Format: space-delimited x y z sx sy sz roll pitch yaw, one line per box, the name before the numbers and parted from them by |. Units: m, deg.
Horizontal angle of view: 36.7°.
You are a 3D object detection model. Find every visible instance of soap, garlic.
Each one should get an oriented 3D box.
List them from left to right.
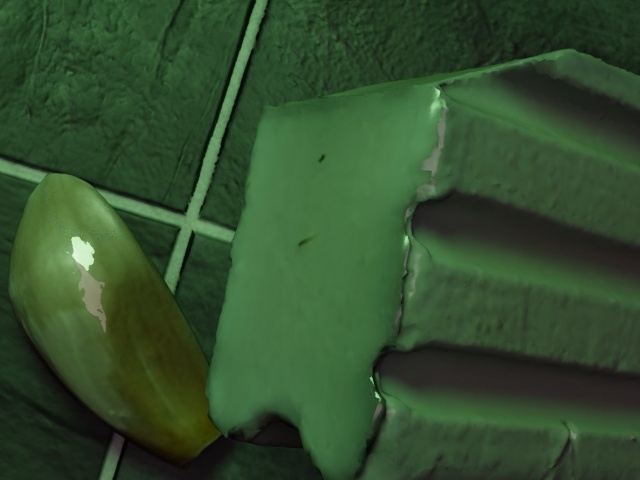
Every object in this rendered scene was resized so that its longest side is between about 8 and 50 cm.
garlic | -0.205 0.087 0.933 0.143 0.112 0.318 -33 98 -10
soap | 0.155 0.029 0.804 0.435 0.213 0.350 9 90 -38
